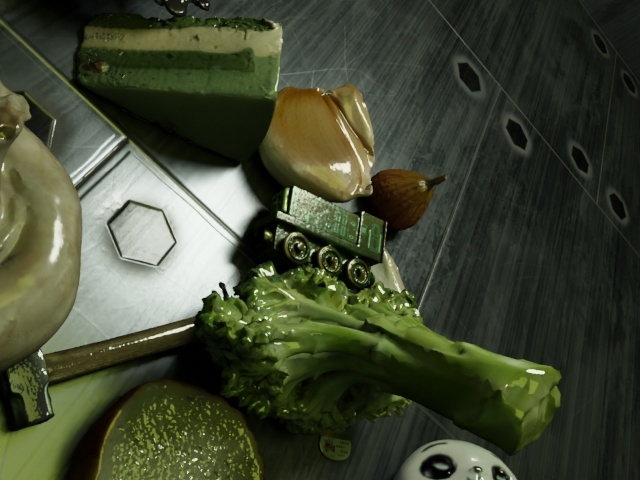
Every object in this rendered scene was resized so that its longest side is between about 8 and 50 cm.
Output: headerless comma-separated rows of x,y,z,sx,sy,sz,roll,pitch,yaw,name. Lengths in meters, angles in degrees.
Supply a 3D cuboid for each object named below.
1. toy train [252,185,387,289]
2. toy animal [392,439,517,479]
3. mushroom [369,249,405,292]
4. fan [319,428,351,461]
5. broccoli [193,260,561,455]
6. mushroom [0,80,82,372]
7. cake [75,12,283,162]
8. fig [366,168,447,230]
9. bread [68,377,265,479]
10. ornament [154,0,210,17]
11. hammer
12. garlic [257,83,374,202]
0.000,0.000,0.948,0.226,0.090,0.137,23,64,-32,toy train
0.197,0.417,0.843,0.213,0.213,0.266,26,58,-30,toy animal
0.115,0.100,1.029,0.071,0.084,0.209,64,6,-72,mushroom
0.018,0.289,0.892,0.060,0.003,0.080,-12,78,-45,fan
0.086,0.150,0.771,0.353,0.397,0.274,-46,131,-66,broccoli
-0.347,-0.022,0.517,0.298,0.290,0.297,16,53,-22,mushroom
-0.184,-0.260,0.870,0.284,0.172,0.158,21,55,-30,cake
0.157,-0.072,1.102,0.119,0.153,0.119,-8,105,-35,fig
-0.171,0.277,0.687,0.236,0.070,0.236,20,57,-35,bread
-0.296,-0.412,0.865,0.251,0.106,0.260,-17,75,-40,ornament
-0.209,0.123,0.755,0.365,0.043,0.111,-10,75,-46,hammer
-0.004,-0.152,1.022,0.217,0.110,0.227,-6,67,-31,garlic
